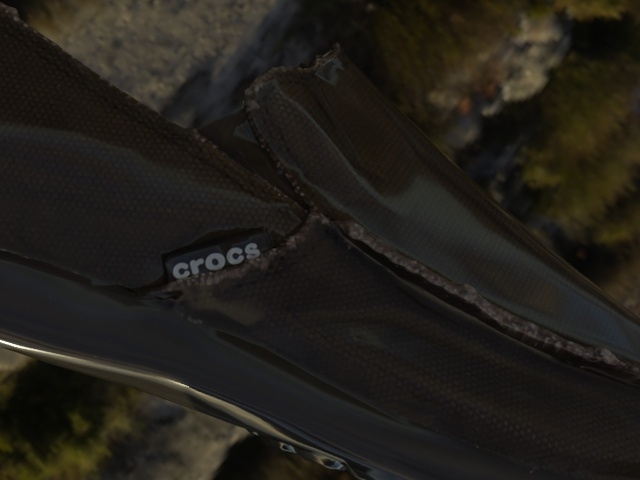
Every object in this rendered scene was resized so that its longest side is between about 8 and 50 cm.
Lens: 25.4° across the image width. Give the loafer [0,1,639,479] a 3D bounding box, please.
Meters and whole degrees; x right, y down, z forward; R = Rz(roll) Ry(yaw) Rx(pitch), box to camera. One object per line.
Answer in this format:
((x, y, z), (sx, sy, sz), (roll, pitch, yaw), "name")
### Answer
((0.000, 0.000, 0.463), (0.134, 0.366, 0.130), (-166, -85, -80), "loafer")
